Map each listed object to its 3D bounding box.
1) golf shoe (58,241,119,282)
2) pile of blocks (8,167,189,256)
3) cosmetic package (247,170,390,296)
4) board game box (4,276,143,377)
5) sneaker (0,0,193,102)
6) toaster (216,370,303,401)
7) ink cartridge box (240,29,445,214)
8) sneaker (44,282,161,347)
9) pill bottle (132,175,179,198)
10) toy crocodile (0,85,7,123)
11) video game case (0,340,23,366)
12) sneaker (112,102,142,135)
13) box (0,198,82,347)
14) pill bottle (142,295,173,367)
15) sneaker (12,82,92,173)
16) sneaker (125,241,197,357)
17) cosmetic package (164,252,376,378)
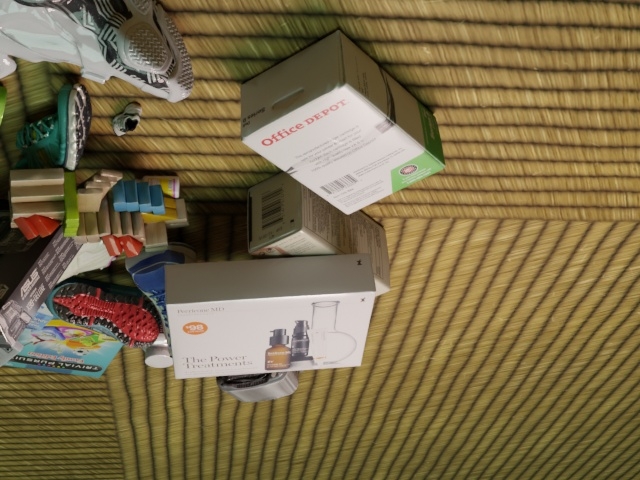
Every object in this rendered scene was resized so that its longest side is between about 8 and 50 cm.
[{"bbox_3d":[-0.480,0.034,1.869,0.306,0.115,0.140,-28,145,35],"label":"golf shoe"},{"bbox_3d":[-0.359,-0.037,1.618,0.362,0.113,0.149,6,156,-42],"label":"pile of blocks"},{"bbox_3d":[0.000,0.000,1.832,0.129,0.153,0.296,-23,142,29],"label":"cosmetic package"},{"bbox_3d":[-0.573,0.198,2.150,0.253,0.079,0.336,12,145,-24],"label":"board game box"},{"bbox_3d":[-0.360,-0.290,1.338,0.210,0.137,0.366,-25,138,31],"label":"sneaker"},{"bbox_3d":[-0.159,0.326,2.363,0.226,0.129,0.146,-14,149,13],"label":"toaster"},{"bbox_3d":[0.037,-0.185,1.561,0.211,0.122,0.289,-24,143,29],"label":"ink cartridge box"},{"bbox_3d":[-0.449,0.143,1.966,0.261,0.104,0.125,29,166,-37],"label":"sneaker"},{"bbox_3d":[-0.299,-0.097,1.738,0.083,0.043,0.043,1,148,-7],"label":"pill bottle"},{"bbox_3d":[-0.583,-0.170,1.527,0.115,0.105,0.340,13,145,-25],"label":"toy crocodile"},{"bbox_3d":[-0.783,0.206,2.104,0.212,0.023,0.193,44,130,-16],"label":"video game case"},{"bbox_3d":[-0.324,-0.193,1.586,0.031,0.037,0.083,14,146,-30],"label":"sneaker"},{"bbox_3d":[-0.571,0.048,1.642,0.242,0.307,0.077,2,130,19],"label":"box"},{"bbox_3d":[-0.354,0.199,2.108,0.086,0.152,0.086,-3,148,-2],"label":"pill bottle"},{"bbox_3d":[-0.445,-0.160,1.571,0.110,0.107,0.275,18,143,-17],"label":"sneaker"},{"bbox_3d":[-0.280,0.136,1.954,0.127,0.182,0.315,-19,155,3],"label":"sneaker"},{"bbox_3d":[-0.098,0.148,1.810,0.377,0.097,0.284,-3,143,-6],"label":"cosmetic package"}]
